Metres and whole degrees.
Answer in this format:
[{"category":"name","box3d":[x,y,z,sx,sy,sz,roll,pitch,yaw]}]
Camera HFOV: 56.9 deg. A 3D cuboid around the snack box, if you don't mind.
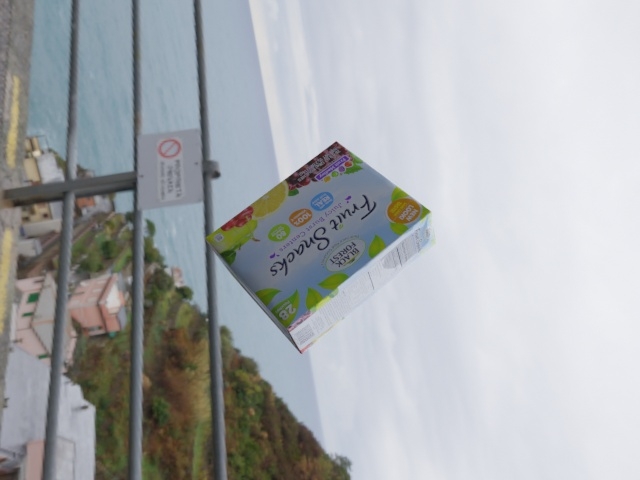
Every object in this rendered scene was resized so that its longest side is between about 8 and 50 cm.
[{"category":"snack box","box3d":[0.000,0.000,0.693,0.174,0.207,0.070,44,-14,36]}]
